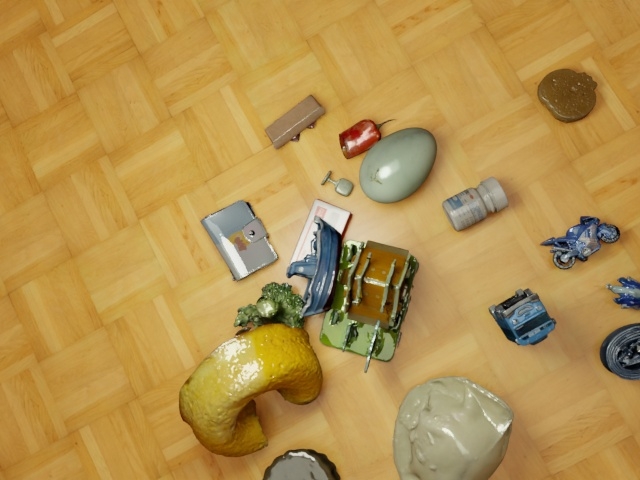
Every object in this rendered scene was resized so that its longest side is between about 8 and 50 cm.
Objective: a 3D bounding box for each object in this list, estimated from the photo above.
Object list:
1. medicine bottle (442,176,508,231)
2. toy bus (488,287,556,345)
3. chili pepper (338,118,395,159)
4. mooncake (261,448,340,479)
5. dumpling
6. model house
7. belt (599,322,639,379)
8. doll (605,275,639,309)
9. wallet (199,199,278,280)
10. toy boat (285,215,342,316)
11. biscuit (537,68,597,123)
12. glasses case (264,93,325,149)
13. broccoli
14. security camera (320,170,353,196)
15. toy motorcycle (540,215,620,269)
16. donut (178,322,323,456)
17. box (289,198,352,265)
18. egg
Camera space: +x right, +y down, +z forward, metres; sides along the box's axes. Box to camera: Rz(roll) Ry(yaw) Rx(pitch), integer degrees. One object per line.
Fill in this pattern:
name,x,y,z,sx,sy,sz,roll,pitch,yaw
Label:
medicine bottle,0.448,-0.105,1.843,0.168,0.105,0.105,-27,80,4
toy bus,0.549,0.213,1.727,0.116,0.234,0.133,-30,83,4
chili pepper,0.145,-0.324,1.924,0.192,0.084,0.086,-27,113,7
mooncake,-0.054,0.711,1.814,0.228,0.124,0.228,-2,78,8
dumpling,0.343,0.550,1.763,0.315,0.233,0.395,41,106,42
model house,0.117,0.173,1.757,0.242,0.313,0.357,16,87,12
belt,0.876,0.303,1.745,0.190,0.082,0.141,-23,86,6
doll,0.888,0.156,1.769,0.195,0.070,0.096,17,80,-2
wallet,-0.245,-0.003,1.949,0.170,0.069,0.231,-29,83,-14
toy boat,-0.022,0.072,1.816,0.142,0.129,0.309,13,68,-11
biscuit,0.731,-0.430,1.870,0.170,0.050,0.170,-1,76,3
glasses case,-0.080,-0.367,1.976,0.193,0.070,0.102,-37,52,5
broccoli,-0.164,0.198,1.814,0.198,0.275,0.177,-2,78,23
security camera,0.053,-0.170,1.940,0.092,0.058,0.058,33,89,-1
toy motorcycle,0.743,-0.003,1.808,0.205,0.076,0.114,-31,71,6
donut,-0.194,0.425,1.741,0.435,0.377,0.163,-44,55,9
box,0.000,0.000,1.922,0.123,0.050,0.229,22,87,10
egg,0.229,-0.222,1.848,0.264,0.183,0.183,-43,80,-4
